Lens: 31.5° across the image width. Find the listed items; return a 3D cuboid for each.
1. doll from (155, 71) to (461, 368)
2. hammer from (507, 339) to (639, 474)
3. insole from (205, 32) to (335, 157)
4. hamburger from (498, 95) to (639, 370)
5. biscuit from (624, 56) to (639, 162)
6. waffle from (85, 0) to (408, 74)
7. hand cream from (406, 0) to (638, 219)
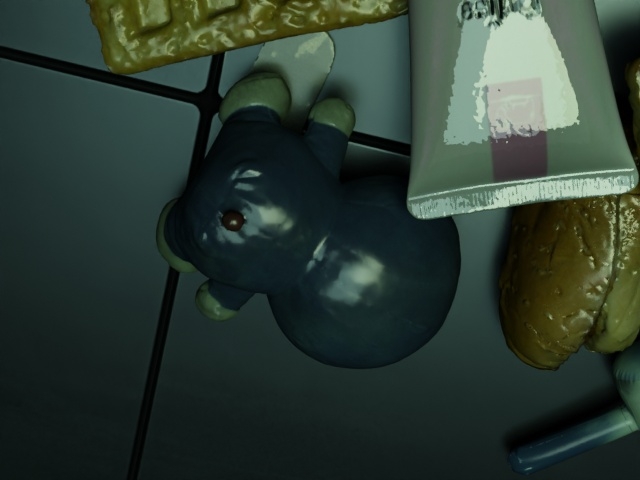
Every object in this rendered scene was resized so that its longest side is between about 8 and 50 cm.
[{"bbox_3d":[0.000,0.000,0.990,0.258,0.154,0.228,29,101,-19],"label":"doll"},{"bbox_3d":[0.265,0.174,1.072,0.194,0.069,0.116,-26,106,16],"label":"hammer"},{"bbox_3d":[-0.057,-0.084,1.033,0.081,0.011,0.248,23,107,-7],"label":"insole"},{"bbox_3d":[0.228,-0.002,0.983,0.124,0.131,0.262,7,103,1],"label":"hamburger"},{"bbox_3d":[0.345,-0.053,0.919,0.172,0.029,0.254,-18,107,-8],"label":"biscuit"},{"bbox_3d":[-0.066,-0.246,0.952,0.274,0.057,0.168,-11,103,6],"label":"waffle"},{"bbox_3d":[0.138,-0.203,0.894,0.185,0.118,0.358,-8,95,2],"label":"hand cream"}]
